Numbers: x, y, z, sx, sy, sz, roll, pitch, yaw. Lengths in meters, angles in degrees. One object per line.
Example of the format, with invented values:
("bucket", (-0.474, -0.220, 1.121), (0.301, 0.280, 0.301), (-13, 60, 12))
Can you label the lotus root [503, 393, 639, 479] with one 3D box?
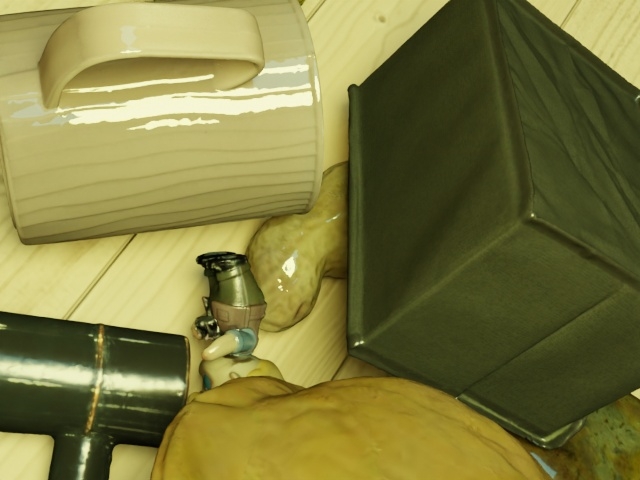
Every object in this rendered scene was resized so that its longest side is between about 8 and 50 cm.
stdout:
("lotus root", (0.224, 0.219, 0.972), (0.260, 0.149, 0.267), (39, 63, -9))

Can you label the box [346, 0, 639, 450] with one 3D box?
("box", (0.178, -0.032, 0.888), (0.251, 0.204, 0.345), (29, 40, -28))

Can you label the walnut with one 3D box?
("walnut", (0.039, 0.281, 0.721), (0.384, 0.383, 0.383), (5, 74, -20))

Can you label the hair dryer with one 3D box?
("hair dryer", (-0.230, 0.242, 0.821), (0.189, 0.107, 0.352), (10, 78, -16))

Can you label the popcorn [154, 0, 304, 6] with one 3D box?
("popcorn", (-0.085, -0.303, 0.954), (0.181, 0.235, 0.216), (5, 68, 10))

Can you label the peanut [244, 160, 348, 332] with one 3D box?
("peanut", (-0.001, 0.000, 0.974), (0.228, 0.086, 0.104), (-40, 101, -23))

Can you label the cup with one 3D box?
("cup", (-0.136, -0.103, 0.836), (0.273, 0.288, 0.208), (-7, 106, -14))

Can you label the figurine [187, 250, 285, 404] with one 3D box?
("figurine", (-0.081, 0.110, 0.879), (0.108, 0.114, 0.196), (-15, 101, -29))
